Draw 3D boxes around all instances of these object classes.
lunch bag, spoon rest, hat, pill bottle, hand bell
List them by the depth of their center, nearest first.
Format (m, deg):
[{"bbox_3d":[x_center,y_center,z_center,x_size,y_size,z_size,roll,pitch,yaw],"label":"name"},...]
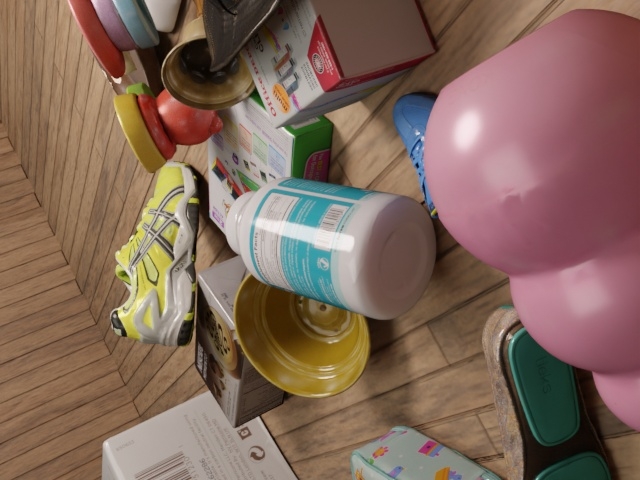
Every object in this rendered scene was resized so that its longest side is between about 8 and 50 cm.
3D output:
[{"bbox_3d":[-0.112,-0.338,0.803,0.331,0.134,0.331,-41,42,51],"label":"hat"},{"bbox_3d":[0.000,0.000,0.950,0.264,0.146,0.146,14,123,43],"label":"pill bottle"},{"bbox_3d":[0.162,0.391,1.049,0.279,0.108,0.224,14,125,58],"label":"lunch bag"},{"bbox_3d":[-0.158,-0.310,1.070,0.126,0.126,0.242,107,159,-51],"label":"hand bell"},{"bbox_3d":[-0.259,-0.416,1.229,0.137,0.084,0.276,68,166,-9],"label":"spoon rest"}]

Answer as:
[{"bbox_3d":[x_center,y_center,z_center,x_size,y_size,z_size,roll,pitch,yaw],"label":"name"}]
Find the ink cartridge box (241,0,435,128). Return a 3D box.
[{"bbox_3d":[0.009,-0.217,0.837,0.176,0.127,0.128,-20,92,63],"label":"ink cartridge box"}]

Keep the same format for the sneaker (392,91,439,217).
[{"bbox_3d":[0.127,-0.076,0.789,0.209,0.082,0.069,53,151,27],"label":"sneaker"}]

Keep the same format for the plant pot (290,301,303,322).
[{"bbox_3d":[-0.048,0.107,1.249,0.083,0.083,0.079,120,135,-57],"label":"plant pot"}]

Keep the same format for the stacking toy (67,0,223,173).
[{"bbox_3d":[-0.253,-0.267,1.186,0.279,0.130,0.309,-113,0,-86],"label":"stacking toy"}]

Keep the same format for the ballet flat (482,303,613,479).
[{"bbox_3d":[0.237,0.209,0.814,0.106,0.108,0.316,-142,40,-75],"label":"ballet flat"}]

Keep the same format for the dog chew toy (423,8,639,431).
[{"bbox_3d":[0.221,0.002,0.573,0.331,0.207,0.206,59,153,-3],"label":"dog chew toy"}]

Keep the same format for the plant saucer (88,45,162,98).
[{"bbox_3d":[-0.377,-0.375,1.439,0.310,0.050,0.310,48,157,27],"label":"plant saucer"}]

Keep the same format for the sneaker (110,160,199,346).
[{"bbox_3d":[-0.297,0.007,1.403,0.145,0.147,0.384,104,165,-54],"label":"sneaker"}]

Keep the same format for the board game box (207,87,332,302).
[{"bbox_3d":[-0.088,-0.096,1.166,0.242,0.064,0.316,46,146,34],"label":"board game box"}]

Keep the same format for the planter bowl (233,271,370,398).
[{"bbox_3d":[-0.012,0.113,1.126,0.217,0.090,0.217,9,113,23],"label":"planter bowl"}]

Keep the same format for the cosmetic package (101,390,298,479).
[{"bbox_3d":[-0.275,0.578,1.721,0.329,0.327,0.393,56,150,21],"label":"cosmetic package"}]

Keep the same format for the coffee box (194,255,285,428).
[{"bbox_3d":[-0.141,0.187,1.413,0.168,0.119,0.297,51,148,29],"label":"coffee box"}]
